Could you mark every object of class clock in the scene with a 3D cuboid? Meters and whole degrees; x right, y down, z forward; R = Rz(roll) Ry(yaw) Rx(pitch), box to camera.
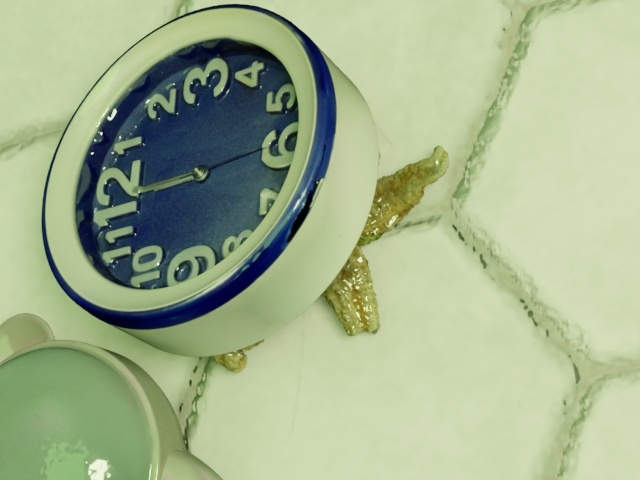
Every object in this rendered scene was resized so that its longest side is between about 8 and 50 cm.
[{"bbox_3d":[-0.074,-0.040,0.981,0.230,0.083,0.230,-16,59,30],"label":"clock"}]

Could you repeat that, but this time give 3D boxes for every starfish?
[{"bbox_3d":[-0.003,-0.001,0.992,0.210,0.053,0.150,-31,74,12],"label":"starfish"}]

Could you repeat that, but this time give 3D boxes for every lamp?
[{"bbox_3d":[-0.164,0.167,0.992,0.246,0.108,0.179,32,96,24],"label":"lamp"}]
